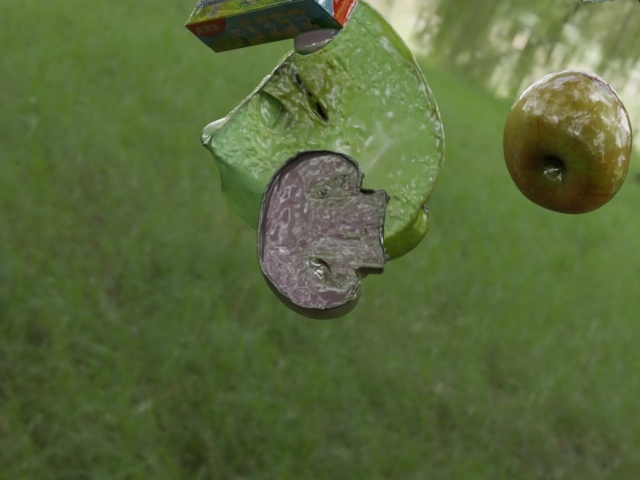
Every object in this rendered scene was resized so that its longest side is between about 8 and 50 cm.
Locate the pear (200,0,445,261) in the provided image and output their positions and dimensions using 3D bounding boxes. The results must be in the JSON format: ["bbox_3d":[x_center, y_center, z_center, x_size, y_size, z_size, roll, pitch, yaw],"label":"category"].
[{"bbox_3d":[0.027,-0.107,1.911,0.282,0.286,0.176,43,-3,-3],"label":"pear"}]

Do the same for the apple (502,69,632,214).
[{"bbox_3d":[0.325,-0.132,2.086,0.182,0.182,0.155,26,39,11],"label":"apple"}]

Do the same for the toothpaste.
[{"bbox_3d":[-0.047,-0.194,1.372,0.044,0.070,0.193,39,-23,-30],"label":"toothpaste"}]

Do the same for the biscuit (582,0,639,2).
[{"bbox_3d":[0.253,-0.353,1.401,0.186,0.309,0.079,13,3,-19],"label":"biscuit"}]

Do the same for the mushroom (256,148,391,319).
[{"bbox_3d":[0.000,0.000,1.748,0.141,0.188,0.117,4,-17,-4],"label":"mushroom"}]
